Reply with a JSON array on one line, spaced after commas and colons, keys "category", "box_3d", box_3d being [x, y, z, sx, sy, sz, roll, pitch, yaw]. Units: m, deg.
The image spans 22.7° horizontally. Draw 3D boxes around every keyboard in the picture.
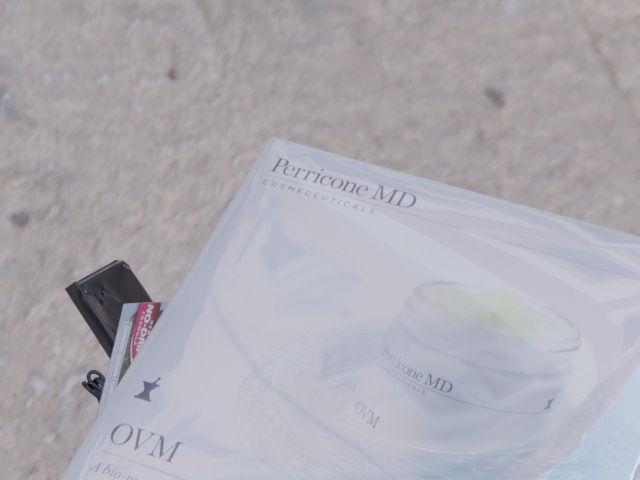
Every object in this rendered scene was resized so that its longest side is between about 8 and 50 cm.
[{"category": "keyboard", "box_3d": [-0.174, 0.176, 1.689, 0.317, 0.033, 0.201, 57, 24, 0]}]

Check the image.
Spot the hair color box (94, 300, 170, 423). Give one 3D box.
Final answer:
[{"category": "hair color box", "box_3d": [-0.031, 0.199, 1.476, 0.374, 0.113, 0.185, 27, 68, -41]}]

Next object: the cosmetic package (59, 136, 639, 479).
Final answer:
[{"category": "cosmetic package", "box_3d": [0.036, 0.099, 0.708, 0.224, 0.138, 0.225, 16, 58, 22]}]
